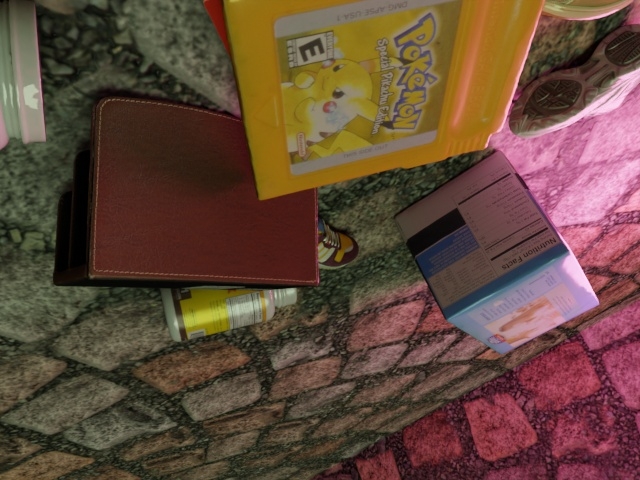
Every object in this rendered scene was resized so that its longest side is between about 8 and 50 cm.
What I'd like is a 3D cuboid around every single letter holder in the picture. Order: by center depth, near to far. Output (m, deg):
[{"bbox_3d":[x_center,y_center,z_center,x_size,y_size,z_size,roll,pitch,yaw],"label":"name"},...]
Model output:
[{"bbox_3d":[-0.165,-0.046,0.720,0.301,0.215,0.152,5,170,-37],"label":"letter holder"}]

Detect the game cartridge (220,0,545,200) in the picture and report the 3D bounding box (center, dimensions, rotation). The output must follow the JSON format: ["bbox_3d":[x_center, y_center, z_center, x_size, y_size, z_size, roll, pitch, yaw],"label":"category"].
[{"bbox_3d":[0.070,-0.178,0.591,0.323,0.053,0.285,-13,146,-7],"label":"game cartridge"}]

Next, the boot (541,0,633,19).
[{"bbox_3d":[0.267,-0.344,0.567,0.261,0.095,0.204,-4,144,-14],"label":"boot"}]

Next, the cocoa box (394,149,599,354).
[{"bbox_3d":[0.343,0.043,1.044,0.231,0.228,0.347,-34,145,18],"label":"cocoa box"}]

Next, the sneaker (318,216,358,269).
[{"bbox_3d":[0.000,0.000,0.930,0.185,0.070,0.084,1,145,-33],"label":"sneaker"}]

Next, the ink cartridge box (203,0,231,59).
[{"bbox_3d":[0.015,-0.229,0.624,0.232,0.066,0.189,-27,147,0],"label":"ink cartridge box"}]

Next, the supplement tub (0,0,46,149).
[{"bbox_3d":[-0.341,-0.143,0.454,0.199,0.145,0.144,-5,144,-25],"label":"supplement tub"}]

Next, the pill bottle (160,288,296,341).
[{"bbox_3d":[-0.153,0.090,0.926,0.214,0.117,0.117,-12,146,-16],"label":"pill bottle"}]

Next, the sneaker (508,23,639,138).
[{"bbox_3d":[0.401,-0.215,0.839,0.232,0.091,0.115,-30,150,14],"label":"sneaker"}]
